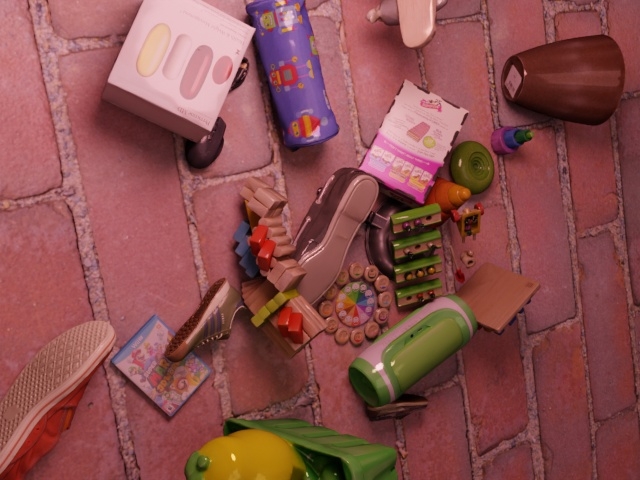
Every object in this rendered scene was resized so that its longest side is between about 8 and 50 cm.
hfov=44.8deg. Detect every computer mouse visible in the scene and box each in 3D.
[{"bbox_3d":[-0.192,-0.249,1.493,0.071,0.041,0.242,26,80,-28],"label":"computer mouse"}]

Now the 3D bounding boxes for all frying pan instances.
[{"bbox_3d":[0.153,-0.051,1.708,0.197,0.053,0.326,-47,117,-20],"label":"frying pan"}]

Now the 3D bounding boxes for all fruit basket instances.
[{"bbox_3d":[-0.079,0.465,1.426,0.392,0.392,0.283,-7,98,-29],"label":"fruit basket"}]

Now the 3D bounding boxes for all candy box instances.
[{"bbox_3d":[0.195,-0.205,1.667,0.159,0.071,0.233,28,79,2],"label":"candy box"}]

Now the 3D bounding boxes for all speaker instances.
[{"bbox_3d":[0.206,0.240,1.713,0.296,0.131,0.131,-32,109,-24],"label":"speaker"}]

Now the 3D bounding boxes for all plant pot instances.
[{"bbox_3d":[0.556,-0.380,1.839,0.230,0.215,0.215,-3,95,-16],"label":"plant pot"}]

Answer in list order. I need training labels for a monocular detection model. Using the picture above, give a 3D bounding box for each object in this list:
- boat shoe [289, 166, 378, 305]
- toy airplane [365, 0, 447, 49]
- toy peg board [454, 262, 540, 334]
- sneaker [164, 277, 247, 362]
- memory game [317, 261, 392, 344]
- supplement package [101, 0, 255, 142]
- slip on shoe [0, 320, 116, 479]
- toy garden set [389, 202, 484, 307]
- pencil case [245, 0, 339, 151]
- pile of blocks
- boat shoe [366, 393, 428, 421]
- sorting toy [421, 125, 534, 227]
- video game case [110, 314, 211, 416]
[{"bbox_3d":[0.000,0.000,1.597,0.112,0.095,0.335,32,90,-41],"label":"boat shoe"},{"bbox_3d":[0.157,-0.625,1.535,0.384,0.272,0.386,37,88,6],"label":"toy airplane"},{"bbox_3d":[0.409,0.152,1.813,0.161,0.160,0.079,-43,129,-20],"label":"toy peg board"},{"bbox_3d":[-0.210,0.170,1.492,0.086,0.064,0.192,46,61,-24],"label":"sneaker"},{"bbox_3d":[0.078,0.138,1.688,0.186,0.012,0.186,-5,100,-27],"label":"memory game"},{"bbox_3d":[-0.254,-0.312,1.371,0.194,0.149,0.203,24,82,-17],"label":"supplement package"},{"bbox_3d":[-0.469,0.280,1.343,0.331,0.123,0.101,-55,139,-15],"label":"slip on shoe"},{"bbox_3d":[0.259,0.033,1.683,0.203,0.049,0.244,-15,126,-9],"label":"toy garden set"},{"bbox_3d":[-0.050,-0.330,1.523,0.133,0.119,0.306,-45,122,-66],"label":"pencil case"},{"bbox_3d":[-0.108,0.056,1.483,0.112,0.148,0.362,-8,80,-73],"label":"pile of blocks"},{"bbox_3d":[0.172,0.378,1.749,0.152,0.056,0.049,0,99,-21],"label":"boat shoe"},{"bbox_3d":[0.364,-0.161,1.750,0.365,0.126,0.127,-38,105,-29],"label":"sorting toy"},{"bbox_3d":[-0.301,0.240,1.482,0.119,0.015,0.166,-48,114,-18],"label":"video game case"}]
